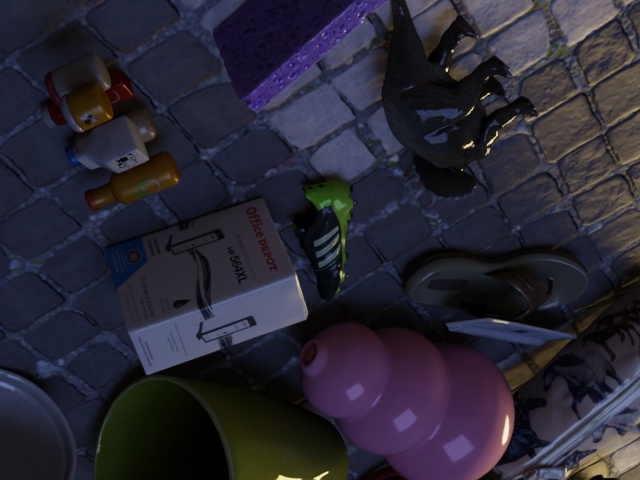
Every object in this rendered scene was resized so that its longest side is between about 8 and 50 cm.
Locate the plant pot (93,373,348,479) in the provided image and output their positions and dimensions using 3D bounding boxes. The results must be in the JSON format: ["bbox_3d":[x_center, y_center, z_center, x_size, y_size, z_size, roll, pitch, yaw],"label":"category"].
[{"bbox_3d":[-0.106,0.312,1.704,0.293,0.275,0.275,2,133,-47],"label":"plant pot"}]

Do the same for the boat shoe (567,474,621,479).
[{"bbox_3d":[0.347,0.458,2.064,0.500,0.156,0.187,-11,151,-48],"label":"boat shoe"}]

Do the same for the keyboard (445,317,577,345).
[{"bbox_3d":[0.274,0.128,1.776,0.072,0.014,0.256,-17,161,35],"label":"keyboard"}]

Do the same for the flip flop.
[{"bbox_3d":[0.246,0.070,1.722,0.277,0.080,0.112,3,131,-27],"label":"flip flop"}]

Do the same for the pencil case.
[{"bbox_3d":[0.415,0.221,1.857,0.410,0.183,0.160,-44,111,13],"label":"pencil case"}]

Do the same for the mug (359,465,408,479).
[{"bbox_3d":[0.140,0.414,2.001,0.150,0.113,0.169,7,126,-32],"label":"mug"}]

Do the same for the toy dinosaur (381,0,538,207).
[{"bbox_3d":[0.139,-0.149,1.429,0.160,0.121,0.313,-41,141,-1],"label":"toy dinosaur"}]

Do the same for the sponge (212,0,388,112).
[{"bbox_3d":[-0.013,-0.235,1.274,0.210,0.117,0.031,-39,138,16],"label":"sponge"}]

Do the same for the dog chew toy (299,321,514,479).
[{"bbox_3d":[0.110,0.212,1.728,0.332,0.207,0.206,28,117,-32],"label":"dog chew toy"}]

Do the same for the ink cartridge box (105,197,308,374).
[{"bbox_3d":[-0.134,0.050,1.483,0.203,0.148,0.086,-20,136,-6],"label":"ink cartridge box"}]

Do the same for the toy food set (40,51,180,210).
[{"bbox_3d":[-0.238,-0.110,1.295,0.104,0.111,0.232,-23,165,7],"label":"toy food set"}]

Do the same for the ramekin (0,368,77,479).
[{"bbox_3d":[-0.415,0.269,1.543,0.207,0.207,0.109,15,134,-34],"label":"ramekin"}]

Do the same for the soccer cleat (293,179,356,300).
[{"bbox_3d":[0.000,0.000,1.566,0.072,0.060,0.179,-2,127,-9],"label":"soccer cleat"}]
